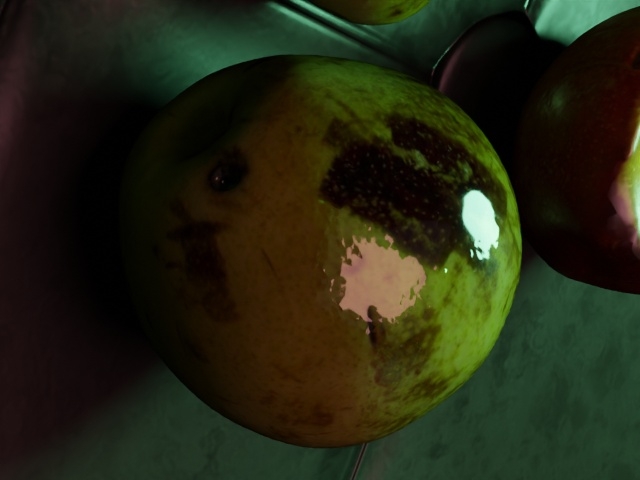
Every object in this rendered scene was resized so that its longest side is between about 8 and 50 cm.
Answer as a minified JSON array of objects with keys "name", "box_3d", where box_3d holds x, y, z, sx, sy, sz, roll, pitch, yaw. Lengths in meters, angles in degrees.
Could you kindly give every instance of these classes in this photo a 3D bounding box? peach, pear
[{"name":"peach","box_3d":[0.271,-0.060,1.587,0.274,0.245,0.249,-23,80,-45]},{"name":"pear","box_3d":[0.000,0.000,1.315,0.283,0.283,0.284,-19,118,-40]}]

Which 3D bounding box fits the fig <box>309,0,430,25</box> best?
[{"name":"fig","box_3d":[0.036,-0.222,1.368,0.153,0.120,0.136,4,97,-46]}]
